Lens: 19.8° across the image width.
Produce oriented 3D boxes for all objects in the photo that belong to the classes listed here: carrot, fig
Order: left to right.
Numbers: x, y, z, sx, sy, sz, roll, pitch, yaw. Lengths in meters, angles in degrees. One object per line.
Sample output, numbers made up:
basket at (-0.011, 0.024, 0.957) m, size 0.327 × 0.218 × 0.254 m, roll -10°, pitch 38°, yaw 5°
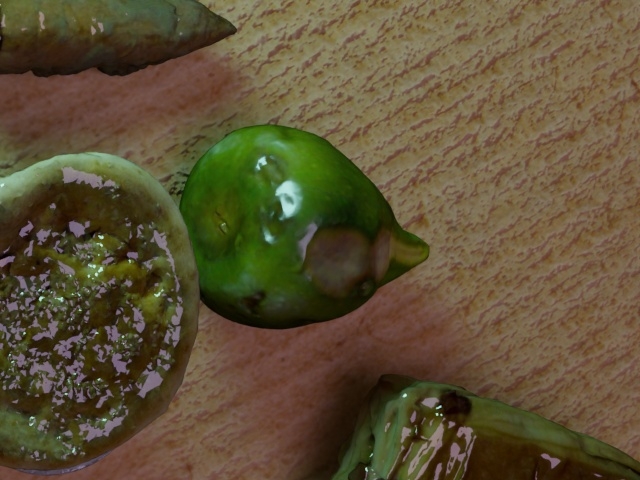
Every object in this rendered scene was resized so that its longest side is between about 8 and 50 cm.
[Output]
carrot at (-0.194, -0.195, 1.654) m, size 0.263 × 0.102 × 0.102 m, roll -3°, pitch 102°, yaw -29°
fig at (0.000, 0.000, 1.763) m, size 0.275 × 0.206 × 0.206 m, roll 10°, pitch 96°, yaw -49°

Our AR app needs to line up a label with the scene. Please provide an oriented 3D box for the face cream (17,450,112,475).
face cream at (-0.260, 0.109, 1.647) m, size 0.177 × 0.153 × 0.177 m, roll -5°, pitch 101°, yaw -27°

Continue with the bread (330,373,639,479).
bread at (0.157, 0.309, 1.898) m, size 0.370 × 0.191 × 0.314 m, roll 17°, pitch 96°, yaw -26°

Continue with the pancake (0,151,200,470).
pancake at (-0.219, 0.061, 1.547) m, size 0.282 × 0.049 × 0.282 m, roll -7°, pitch 106°, yaw -25°
